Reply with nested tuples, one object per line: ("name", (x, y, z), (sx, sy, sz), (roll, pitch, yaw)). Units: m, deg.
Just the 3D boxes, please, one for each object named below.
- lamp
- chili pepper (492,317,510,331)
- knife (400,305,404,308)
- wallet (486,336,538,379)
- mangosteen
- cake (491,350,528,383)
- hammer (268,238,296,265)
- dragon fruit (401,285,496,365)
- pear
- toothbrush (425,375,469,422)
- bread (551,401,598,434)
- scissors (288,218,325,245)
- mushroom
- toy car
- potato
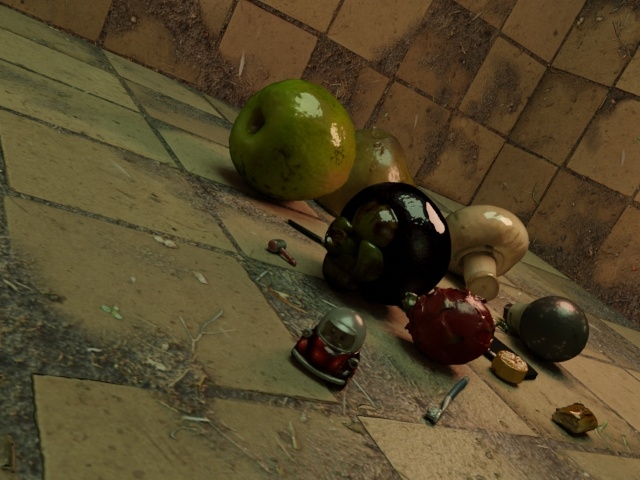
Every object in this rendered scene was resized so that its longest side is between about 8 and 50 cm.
("lamp", (0.618, 0.255, 1.906), (0.182, 0.182, 0.314), (25, -18, -13))
("chili pepper", (0.515, 0.241, 1.952), (0.083, 0.022, 0.027), (30, -19, 10))
("knife", (0.193, 0.150, 1.672), (0.121, 0.018, 0.031), (32, 13, 21))
("wallet", (0.427, 0.265, 1.691), (0.124, 0.025, 0.244), (8, 26, -47))
("mangosteen", (0.151, 0.022, 1.572), (0.297, 0.313, 0.297), (44, -18, 18))
("cake", (0.436, 0.293, 1.555), (0.084, 0.044, 0.084), (19, 24, -9))
("hammer", (-0.084, 0.029, 1.562), (0.083, 0.031, 0.052), (46, 23, 21))
("dragon fruit", (0.275, 0.178, 1.422), (0.209, 0.172, 0.172), (12, 16, -3))
("pear", (-0.066, -0.285, 2.015), (0.391, 0.391, 0.391), (26, 14, -7))
("toothbrush", (0.243, 0.293, 1.267), (0.025, 0.019, 0.275), (25, 13, 20))
("bread", (0.559, 0.386, 1.466), (0.106, 0.053, 0.072), (5, 23, -45))
("scissors", (0.000, 0.000, 1.835), (0.220, 0.017, 0.088), (32, 15, 17))
("mushroom", (0.515, 0.012, 2.209), (0.315, 0.315, 0.356), (33, 15, 17))
("toy car", (0.030, 0.165, 1.127), (0.112, 0.112, 0.139), (31, 15, 11))
("potato", (0.189, -0.222, 2.374), (0.385, 0.319, 0.442), (23, 18, -16))
